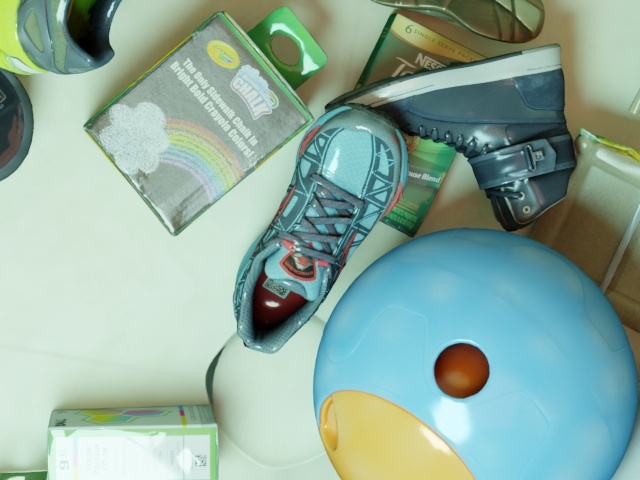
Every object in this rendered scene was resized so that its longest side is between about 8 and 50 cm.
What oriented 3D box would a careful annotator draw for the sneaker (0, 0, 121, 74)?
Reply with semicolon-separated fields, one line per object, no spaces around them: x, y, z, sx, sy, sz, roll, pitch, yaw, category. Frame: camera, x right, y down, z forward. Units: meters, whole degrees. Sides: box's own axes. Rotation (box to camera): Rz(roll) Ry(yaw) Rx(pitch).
-0.203;-0.282;1.713;0.121;0.111;0.300;17;106;36;sneaker

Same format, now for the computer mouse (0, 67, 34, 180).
-0.358;-0.165;1.797;0.188;0.072;0.272;-36;86;-4;computer mouse

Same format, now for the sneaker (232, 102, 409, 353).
0.000;0.000;1.765;0.104;0.125;0.262;24;122;-5;sneaker

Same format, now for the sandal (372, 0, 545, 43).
0.124;-0.231;1.853;0.180;0.049;0.072;14;87;8;sandal

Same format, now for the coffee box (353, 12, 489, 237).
0.078;-0.109;1.856;0.113;0.040;0.184;27;91;-8;coffee box

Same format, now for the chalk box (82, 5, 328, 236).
-0.094;-0.122;1.793;0.213;0.132;0.132;-40;96;-3;chalk box

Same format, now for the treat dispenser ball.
0.136;0.132;1.756;0.288;0.288;0.288;0;94;-6;treat dispenser ball

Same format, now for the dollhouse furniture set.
0.346;-0.065;1.878;0.197;0.151;0.301;29;109;13;dollhouse furniture set

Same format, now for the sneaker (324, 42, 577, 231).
0.125;-0.080;1.800;0.226;0.086;0.163;-11;96;-8;sneaker

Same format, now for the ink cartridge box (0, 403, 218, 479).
-0.200;0.191;1.814;0.209;0.109;0.062;-1;94;-6;ink cartridge box

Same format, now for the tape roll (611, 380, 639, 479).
0.370;0.246;1.812;0.246;0.246;0.169;29;90;-7;tape roll
